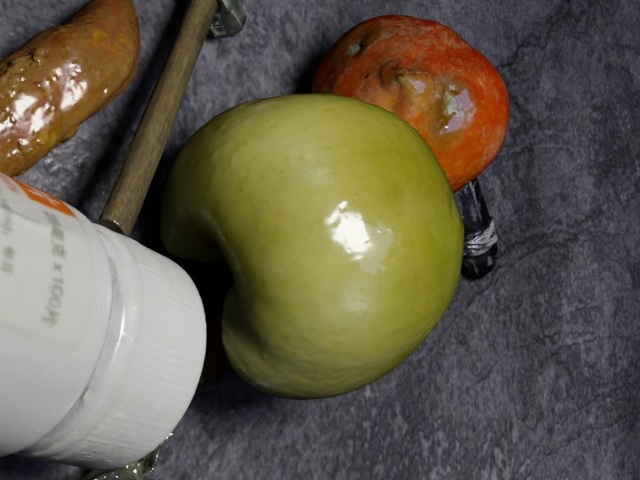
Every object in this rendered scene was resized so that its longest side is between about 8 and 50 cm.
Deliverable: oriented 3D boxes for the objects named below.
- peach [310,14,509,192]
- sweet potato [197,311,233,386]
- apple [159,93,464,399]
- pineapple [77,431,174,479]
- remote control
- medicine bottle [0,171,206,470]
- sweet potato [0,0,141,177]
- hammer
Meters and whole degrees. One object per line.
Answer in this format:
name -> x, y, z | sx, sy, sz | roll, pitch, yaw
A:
peach -> 0.095, -0.150, 1.248 | 0.256, 0.233, 0.232 | 81, 15, -72
sweet potato -> -0.031, 0.084, 1.177 | 0.385, 0.109, 0.109 | -10, 92, -38
apple -> 0.004, -0.016, 1.050 | 0.258, 0.233, 0.295 | -16, 64, -30
pineapple -> -0.180, 0.245, 0.975 | 0.125, 0.125, 0.251 | 24, 61, -46
remote control -> 0.194, -0.070, 1.495 | 0.090, 0.066, 0.265 | -39, 113, -42
medicine bottle -> -0.271, 0.045, 0.800 | 0.371, 0.211, 0.211 | 29, 62, -51
sweet potato -> -0.241, -0.129, 0.962 | 0.095, 0.106, 0.354 | 94, 23, -45
hammer -> -0.145, -0.146, 1.055 | 0.111, 0.044, 0.365 | 64, 29, -44
